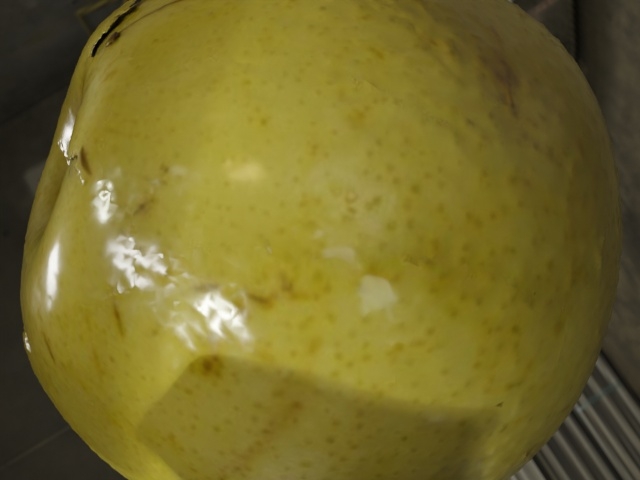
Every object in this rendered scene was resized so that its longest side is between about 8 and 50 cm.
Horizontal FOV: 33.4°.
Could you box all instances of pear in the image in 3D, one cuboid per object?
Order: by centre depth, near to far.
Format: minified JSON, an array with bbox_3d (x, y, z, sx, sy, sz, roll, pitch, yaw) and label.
[{"bbox_3d":[0.000,0.000,0.605,0.348,0.348,0.348,59,177,4],"label":"pear"}]
